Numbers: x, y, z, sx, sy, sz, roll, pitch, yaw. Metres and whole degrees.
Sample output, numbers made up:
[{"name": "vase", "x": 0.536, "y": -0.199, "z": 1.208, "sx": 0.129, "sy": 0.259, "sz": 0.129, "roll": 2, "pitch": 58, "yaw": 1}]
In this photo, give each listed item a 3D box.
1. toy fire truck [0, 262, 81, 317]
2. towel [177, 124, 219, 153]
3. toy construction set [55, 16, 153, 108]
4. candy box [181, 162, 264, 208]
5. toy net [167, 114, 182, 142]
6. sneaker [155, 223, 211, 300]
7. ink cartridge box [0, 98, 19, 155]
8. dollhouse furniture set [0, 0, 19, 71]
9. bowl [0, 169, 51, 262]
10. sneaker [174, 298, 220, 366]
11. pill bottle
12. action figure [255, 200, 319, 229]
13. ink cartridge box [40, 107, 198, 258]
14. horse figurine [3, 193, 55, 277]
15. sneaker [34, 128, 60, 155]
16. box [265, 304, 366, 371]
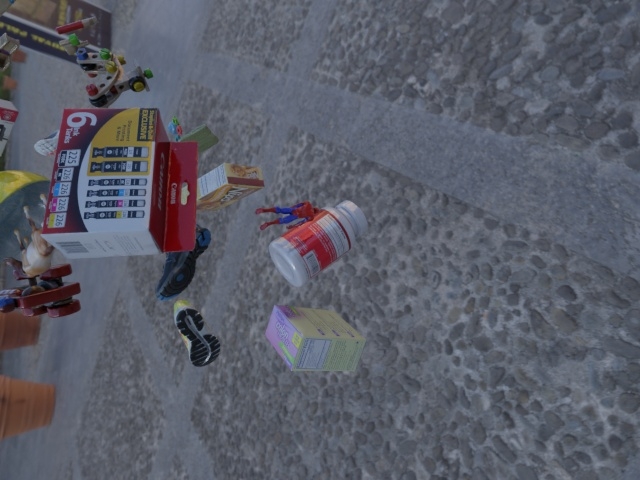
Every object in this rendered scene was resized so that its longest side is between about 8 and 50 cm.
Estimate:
[{"name": "toy fire truck", "x": -0.964, "y": 0.185, "z": 1.461, "sx": 0.302, "sy": 0.254, "sz": 0.169, "roll": -3, "pitch": 101, "yaw": 22}, {"name": "towel", "x": -0.510, "y": -0.416, "z": 1.861, "sx": 0.148, "sy": 0.110, "sz": 0.027, "roll": -27, "pitch": 50, "yaw": 13}, {"name": "toy construction set", "x": -0.757, "y": -0.643, "z": 1.617, "sx": 0.257, "sy": 0.237, "sz": 0.309, "roll": -122, "pitch": 12, "yaw": -49}, {"name": "candy box", "x": -0.394, "y": -0.202, "z": 1.756, "sx": 0.316, "sy": 0.183, "sz": 0.087, "roll": -20, "pitch": 79, "yaw": 38}, {"name": "toy net", "x": -0.645, "y": -0.457, "z": 2.077, "sx": 0.122, "sy": 0.045, "sz": 0.232, "roll": -18, "pitch": 94, "yaw": 48}, {"name": "sneaker", "x": -0.583, "y": 0.084, "z": 1.832, "sx": 0.139, "sy": 0.125, "sz": 0.341, "roll": 25, "pitch": 80, "yaw": 23}, {"name": "ink cartridge box", "x": -0.907, "y": -0.310, "z": 1.204, "sx": 0.063, "sy": 0.109, "sz": 0.150, "roll": 43, "pitch": 110, "yaw": 22}, {"name": "dollhouse furniture set", "x": -1.002, "y": -0.719, "z": 1.302, "sx": 0.303, "sy": 0.286, "sz": 0.198, "roll": -27, "pitch": 68, "yaw": 23}, {"name": "bowl", "x": -0.895, "y": -0.091, "z": 1.229, "sx": 0.289, "sy": 0.156, "sz": 0.289, "roll": -56, "pitch": 4, "yaw": 6}, {"name": "sneaker", "x": -0.319, "y": 0.233, "z": 1.141, "sx": 0.094, "sy": 0.081, "sz": 0.208, "roll": 37, "pitch": 144, "yaw": 50}, {"name": "pill bottle", "x": 0.000, "y": 0.000, "z": 1.926, "sx": 0.229, "sy": 0.407, "sz": 0.229, "roll": 44, "pitch": 156, "yaw": 26}, {"name": "action figure", "x": -0.131, "y": -0.089, "z": 1.668, "sx": 0.139, "sy": 0.280, "sz": 0.091, "roll": -21, "pitch": 84, "yaw": 49}, {"name": "ink cartridge box", "x": -0.416, "y": -0.130, "z": 0.974, "sx": 0.130, "sy": 0.272, "sz": 0.309, "roll": 102, "pitch": 163, "yaw": -65}, {"name": "horse figurine", "x": -0.719, "y": 0.013, "z": 1.125, "sx": 0.263, "sy": 0.066, "sz": 0.174, "roll": -47, "pitch": 65, "yaw": 28}, {"name": "sneaker", "x": -0.900, "y": -0.344, "z": 1.526, "sx": 0.158, "sy": 0.061, "sz": 0.065, "roll": -21, "pitch": 40, "yaw": 10}, {"name": "box", "x": -0.018, "y": 0.314, "z": 1.434, "sx": 0.213, "sy": 0.243, "sz": 0.117, "roll": 34, "pitch": 108, "yaw": 55}]
